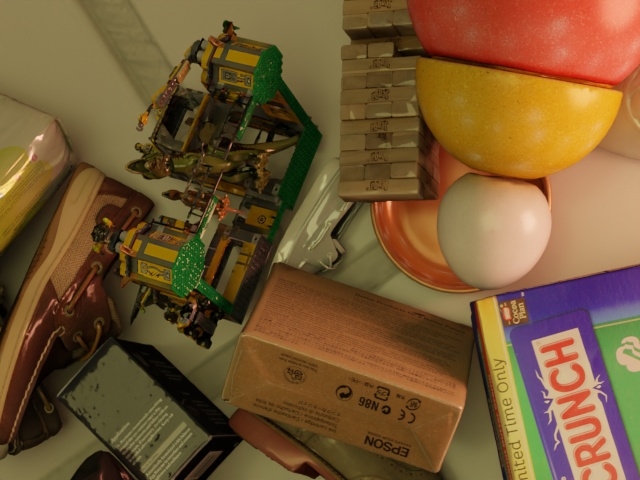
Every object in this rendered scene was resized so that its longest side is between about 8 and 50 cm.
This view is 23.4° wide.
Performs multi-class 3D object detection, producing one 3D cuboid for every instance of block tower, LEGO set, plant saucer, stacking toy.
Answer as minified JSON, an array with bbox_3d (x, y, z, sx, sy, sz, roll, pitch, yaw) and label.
[{"bbox_3d":[0.077,-0.199,1.668,0.091,0.097,0.335,-2,75,19],"label":"block tower"},{"bbox_3d":[-0.153,-0.068,1.650,0.192,0.255,0.331,16,83,24],"label":"LEGO set"},{"bbox_3d":[0.155,-0.041,1.690,0.200,0.037,0.200,-1,85,14],"label":"plant saucer"},{"bbox_3d":[0.196,-0.187,1.556,0.350,0.350,0.480,14,97,14],"label":"stacking toy"}]

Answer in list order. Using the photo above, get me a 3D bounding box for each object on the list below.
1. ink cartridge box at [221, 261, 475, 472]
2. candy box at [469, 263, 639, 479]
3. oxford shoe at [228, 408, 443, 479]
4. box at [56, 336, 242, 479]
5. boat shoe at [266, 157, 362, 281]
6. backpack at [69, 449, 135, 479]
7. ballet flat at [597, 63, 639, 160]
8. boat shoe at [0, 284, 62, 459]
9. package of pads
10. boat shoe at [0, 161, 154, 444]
[{"bbox_3d":[0.034,0.128,1.602,0.234,0.193,0.088,18,112,3],"label":"ink cartridge box"},{"bbox_3d":[0.331,0.158,1.565,0.317,0.122,0.268,-12,83,3],"label":"candy box"},{"bbox_3d":[0.073,0.233,1.651,0.348,0.123,0.130,29,86,12],"label":"oxford shoe"},{"bbox_3d":[-0.183,0.193,1.692,0.158,0.156,0.093,43,92,13],"label":"box"},{"bbox_3d":[0.000,0.000,1.717,0.063,0.066,0.184,28,83,15],"label":"boat shoe"},{"bbox_3d":[-0.181,0.439,1.625,0.355,0.290,0.273,36,53,-3],"label":"backpack"},{"bbox_3d":[0.447,-0.135,1.577,0.400,0.139,0.139,11,89,15],"label":"ballet flat"},{"bbox_3d":[-0.405,0.101,1.788,0.096,0.116,0.324,-18,67,-30],"label":"boat shoe"},{"bbox_3d":[-0.443,-0.050,1.727,0.229,0.101,0.296,24,63,25],"label":"package of pads"},{"bbox_3d":[-0.276,0.079,1.708,0.123,0.123,0.342,24,60,-10],"label":"boat shoe"}]
